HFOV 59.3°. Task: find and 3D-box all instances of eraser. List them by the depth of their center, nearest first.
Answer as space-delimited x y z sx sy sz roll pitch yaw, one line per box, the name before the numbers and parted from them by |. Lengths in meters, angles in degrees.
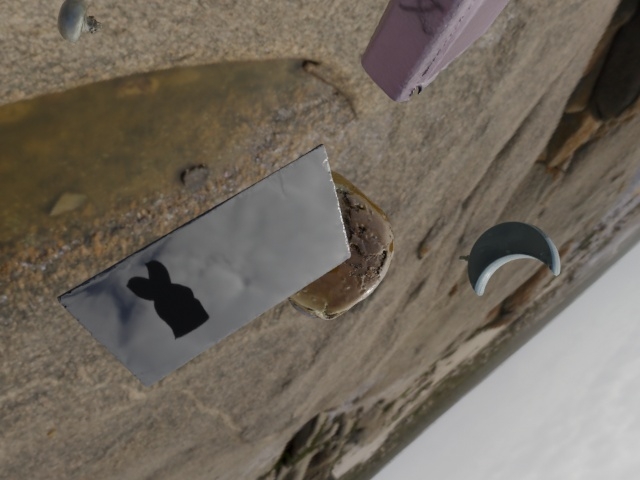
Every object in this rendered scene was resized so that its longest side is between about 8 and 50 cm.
eraser | 0.222 -0.395 0.828 0.272 0.122 0.359 -45 178 -21

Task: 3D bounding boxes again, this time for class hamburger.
hamburger | 0.003 0.007 1.196 0.284 0.304 0.174 -56 -165 -19

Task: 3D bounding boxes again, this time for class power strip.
power strip | 0.462 0.040 1.408 0.253 0.167 0.054 -20 154 40

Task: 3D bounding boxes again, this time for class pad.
pad | -0.102 0.036 0.624 0.300 0.005 0.202 -33 142 -12

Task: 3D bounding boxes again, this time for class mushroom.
mushroom | -0.465 -0.423 1.090 0.079 0.085 0.085 15 128 -34
